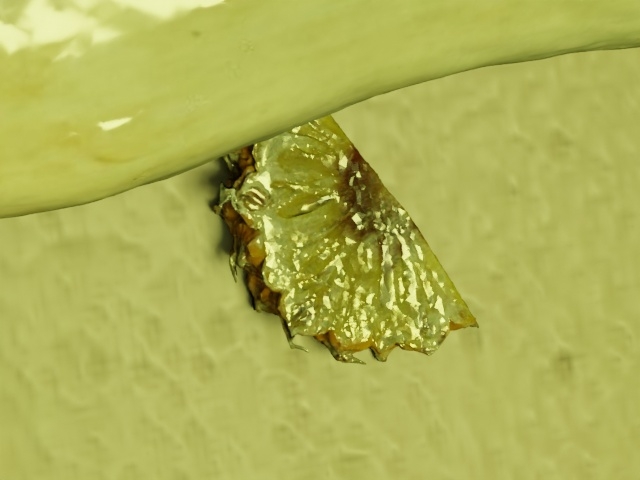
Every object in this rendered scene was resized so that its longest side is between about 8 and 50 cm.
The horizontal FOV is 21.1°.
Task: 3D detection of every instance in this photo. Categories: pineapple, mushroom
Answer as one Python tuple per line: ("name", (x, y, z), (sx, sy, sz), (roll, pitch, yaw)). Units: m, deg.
("pineapple", (0.000, 0.000, 0.405), (0.045, 0.019, 0.083), (-38, 105, -14))
("mushroom", (0.030, -0.071, 0.368), (0.351, 0.095, 0.123), (-7, 75, -13))
